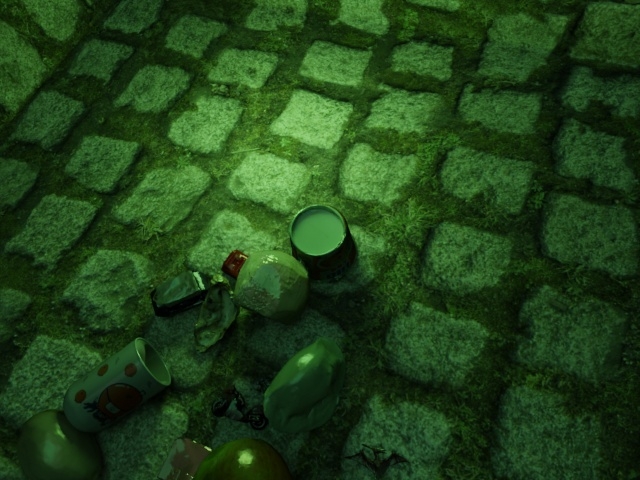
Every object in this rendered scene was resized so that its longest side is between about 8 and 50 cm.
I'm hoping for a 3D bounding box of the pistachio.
[{"bbox_3d":[-0.902,0.732,1.499,0.331,0.208,0.226,39,31,16],"label":"pistachio"}]

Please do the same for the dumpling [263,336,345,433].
[{"bbox_3d":[-0.051,0.489,1.502,0.320,0.270,0.212,-37,43,-6],"label":"dumpling"}]

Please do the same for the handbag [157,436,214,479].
[{"bbox_3d":[-0.433,0.788,1.477,0.212,0.059,0.158,17,66,17],"label":"handbag"}]

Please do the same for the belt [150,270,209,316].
[{"bbox_3d":[-0.558,0.224,1.728,0.230,0.140,0.126,-23,62,-10],"label":"belt"}]

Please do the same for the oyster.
[{"bbox_3d":[-0.419,0.293,1.700,0.166,0.094,0.295,32,86,-2],"label":"oyster"}]

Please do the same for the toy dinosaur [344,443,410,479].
[{"bbox_3d":[0.187,0.739,1.434,0.220,0.032,0.108,-2,66,9],"label":"toy dinosaur"}]

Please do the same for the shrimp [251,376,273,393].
[{"bbox_3d":[-0.173,0.543,1.566,0.165,0.057,0.065,21,36,19],"label":"shrimp"}]

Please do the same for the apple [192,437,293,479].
[{"bbox_3d":[-0.236,0.783,1.303,0.339,0.340,0.340,-3,63,6],"label":"apple"}]

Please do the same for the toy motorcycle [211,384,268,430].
[{"bbox_3d":[-0.280,0.594,1.541,0.212,0.084,0.118,16,65,7],"label":"toy motorcycle"}]

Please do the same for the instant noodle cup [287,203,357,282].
[{"bbox_3d":[0.000,0.000,1.725,0.296,0.214,0.297,-3,64,7],"label":"instant noodle cup"}]

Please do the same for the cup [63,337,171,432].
[{"bbox_3d":[-0.741,0.533,1.563,0.317,0.212,0.212,-35,64,-8],"label":"cup"}]

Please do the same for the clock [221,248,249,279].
[{"bbox_3d":[-0.326,0.113,1.800,0.155,0.061,0.113,28,70,17],"label":"clock"}]

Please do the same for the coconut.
[{"bbox_3d":[-0.176,0.168,1.628,0.297,0.297,0.255,19,79,16],"label":"coconut"}]
